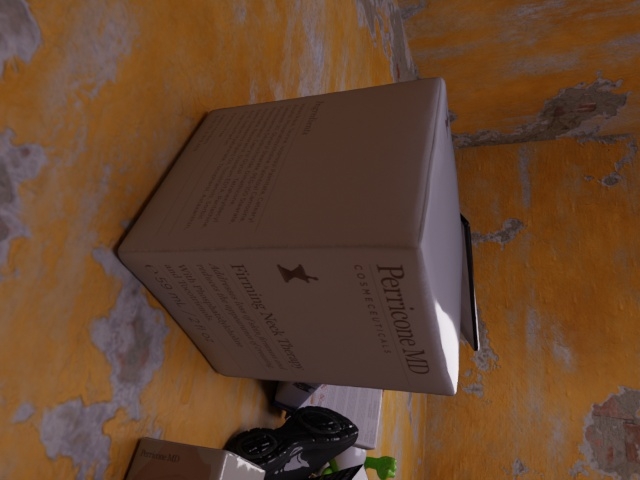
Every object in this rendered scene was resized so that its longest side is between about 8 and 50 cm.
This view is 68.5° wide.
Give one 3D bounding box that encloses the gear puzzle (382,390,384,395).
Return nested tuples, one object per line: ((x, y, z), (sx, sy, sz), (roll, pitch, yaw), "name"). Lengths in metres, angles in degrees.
((0.189, 0.420, 1.405), (0.339, 0.044, 0.175), (-46, 144, -10), "gear puzzle")

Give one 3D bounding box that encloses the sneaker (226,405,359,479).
((-0.051, 0.405, 0.886), (0.286, 0.109, 0.130), (-3, 109, -34), "sneaker")

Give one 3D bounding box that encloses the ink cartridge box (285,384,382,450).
((0.036, 0.378, 1.122), (0.056, 0.224, 0.181), (123, -16, -55), "ink cartridge box")

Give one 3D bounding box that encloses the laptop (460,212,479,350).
((0.161, 0.036, 1.107), (0.408, 0.236, 0.382), (-114, -176, -52), "laptop")

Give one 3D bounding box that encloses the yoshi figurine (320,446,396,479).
((0.071, 0.585, 1.165), (0.203, 0.203, 0.363), (4, 87, -61), "yoshi figurine")

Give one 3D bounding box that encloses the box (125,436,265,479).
((-0.187, 0.418, 0.561), (0.121, 0.147, 0.312), (61, 33, -49), "box")

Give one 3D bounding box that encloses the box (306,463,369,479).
((-0.045, 0.488, 0.816), (0.270, 0.216, 0.060), (15, 52, -68), "box")

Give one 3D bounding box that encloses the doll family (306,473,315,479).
((-0.045, 0.479, 1.018), (0.193, 0.075, 0.112), (67, 25, -49), "doll family")

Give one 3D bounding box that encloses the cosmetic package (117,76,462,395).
((0.000, 0.000, 0.721), (0.330, 0.392, 0.328), (67, 30, -42), "cosmetic package")

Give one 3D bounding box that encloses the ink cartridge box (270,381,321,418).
((-0.026, 0.227, 0.953), (0.311, 0.065, 0.186), (116, -6, -50), "ink cartridge box")
